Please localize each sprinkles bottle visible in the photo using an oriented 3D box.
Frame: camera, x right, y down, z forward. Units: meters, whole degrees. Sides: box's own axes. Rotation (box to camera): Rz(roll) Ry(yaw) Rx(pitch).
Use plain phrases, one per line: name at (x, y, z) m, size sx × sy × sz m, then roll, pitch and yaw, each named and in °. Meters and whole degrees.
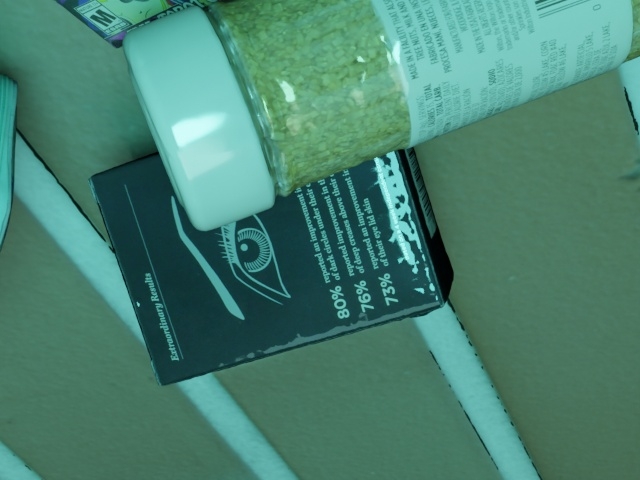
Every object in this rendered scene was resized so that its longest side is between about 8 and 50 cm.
sprinkles bottle at (0.071, -0.121, 0.711) m, size 0.355 × 0.121 × 0.121 m, roll -21°, pitch 138°, yaw -6°

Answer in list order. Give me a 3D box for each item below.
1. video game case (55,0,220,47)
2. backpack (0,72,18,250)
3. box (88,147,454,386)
video game case at (-0.101, -0.209, 0.666) m, size 0.232 × 0.042 × 0.210 m, roll -16°, pitch 143°, yaw 34°
backpack at (-0.283, -0.040, 0.744) m, size 0.191 × 0.225 × 0.253 m, roll 8°, pitch 138°, yaw -17°
box at (-0.029, -0.008, 0.845) m, size 0.207 × 0.108 × 0.153 m, roll -15°, pitch 97°, yaw 11°
